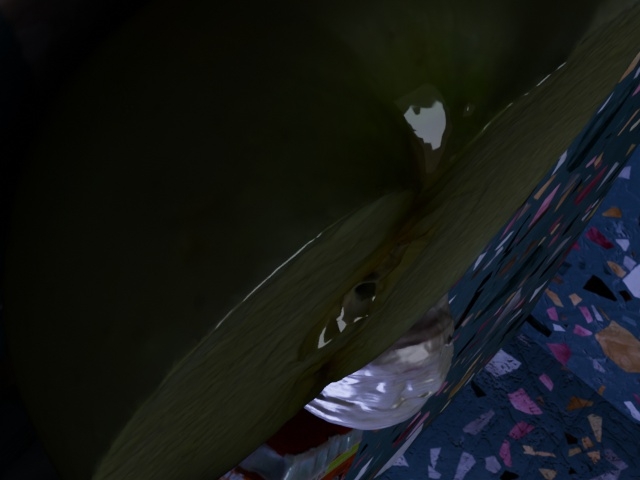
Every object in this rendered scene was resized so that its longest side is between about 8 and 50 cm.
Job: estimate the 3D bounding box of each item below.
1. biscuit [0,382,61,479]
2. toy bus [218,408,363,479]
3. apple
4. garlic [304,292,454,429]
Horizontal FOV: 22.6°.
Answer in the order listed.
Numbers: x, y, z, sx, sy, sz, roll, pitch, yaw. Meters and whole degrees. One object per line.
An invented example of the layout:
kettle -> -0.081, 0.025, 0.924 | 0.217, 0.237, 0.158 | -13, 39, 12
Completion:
biscuit -> -0.210, 0.186, 1.095 | 0.186, 0.079, 0.309 | -42, 164, -26
toy bus -> -0.045, 0.235, 1.741 | 0.119, 0.121, 0.265 | -63, 164, 15
apple -> 0.000, 0.000, 0.837 | 0.360, 0.320, 0.311 | 118, -22, -62
garlic -> -0.011, 0.053, 1.243 | 0.212, 0.218, 0.218 | -12, 158, -10
